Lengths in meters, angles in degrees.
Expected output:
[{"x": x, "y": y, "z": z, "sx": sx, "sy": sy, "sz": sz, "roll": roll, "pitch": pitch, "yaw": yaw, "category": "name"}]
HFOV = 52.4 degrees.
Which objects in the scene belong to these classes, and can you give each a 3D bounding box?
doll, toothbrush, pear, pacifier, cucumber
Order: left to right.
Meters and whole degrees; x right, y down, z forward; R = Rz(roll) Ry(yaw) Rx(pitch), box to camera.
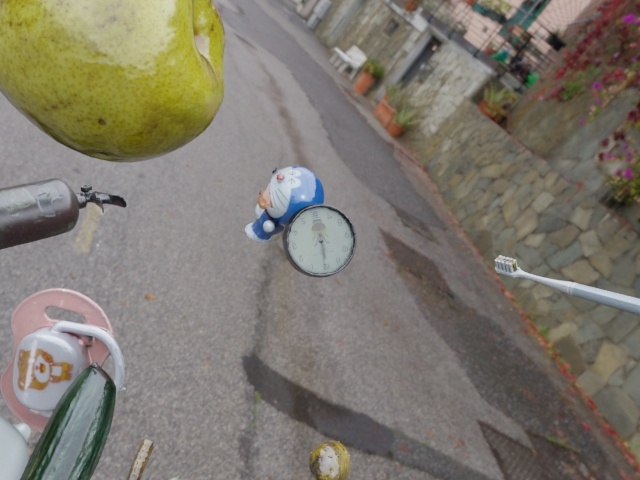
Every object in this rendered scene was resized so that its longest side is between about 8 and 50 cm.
[{"x": -0.570, "y": 0.263, "z": 1.437, "sx": 0.220, "sy": 0.332, "sz": 0.273, "roll": 8, "pitch": 9, "yaw": -33, "category": "pacifier"}, {"x": -0.183, "y": 0.145, "z": 0.492, "sx": 0.048, "sy": 0.105, "sz": 0.048, "roll": 17, "pitch": -19, "yaw": 6, "category": "cucumber"}, {"x": -0.182, "y": -0.162, "z": 0.559, "sx": 0.197, "sy": 0.197, "sz": 0.197, "roll": 34, "pitch": 20, "yaw": -14, "category": "pear"}, {"x": -0.103, "y": -0.098, "z": 1.738, "sx": 0.161, "sy": 0.257, "sz": 0.215, "roll": 35, "pitch": 42, "yaw": -21, "category": "doll"}, {"x": 0.412, "y": 0.077, "z": 1.007, "sx": 0.342, "sy": 0.025, "sz": 0.030, "roll": 21, "pitch": -39, "yaw": 49, "category": "toothbrush"}]

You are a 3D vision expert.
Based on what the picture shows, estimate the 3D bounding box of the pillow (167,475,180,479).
[{"x": -0.345, "y": 0.583, "z": 1.166, "sx": 0.075, "sy": 0.302, "sz": 0.185, "roll": 32, "pitch": -3, "yaw": -6, "category": "pillow"}]

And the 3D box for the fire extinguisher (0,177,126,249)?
[{"x": -0.372, "y": -0.023, "z": 0.765, "sx": 0.267, "sy": 0.072, "sz": 0.089, "roll": -18, "pitch": 26, "yaw": -34, "category": "fire extinguisher"}]

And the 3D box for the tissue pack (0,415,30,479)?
[{"x": -0.611, "y": 0.366, "z": 0.993, "sx": 0.229, "sy": 0.333, "sz": 0.236, "roll": 49, "pitch": 36, "yaw": -23, "category": "tissue pack"}]

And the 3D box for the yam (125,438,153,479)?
[{"x": -0.565, "y": 0.741, "z": 1.887, "sx": 0.045, "sy": 0.045, "sz": 0.327, "roll": 37, "pitch": 54, "yaw": -26, "category": "yam"}]

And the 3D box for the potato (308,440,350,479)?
[{"x": 0.010, "y": 0.251, "z": 0.726, "sx": 0.083, "sy": 0.040, "sz": 0.051, "roll": 48, "pitch": 35, "yaw": -72, "category": "potato"}]

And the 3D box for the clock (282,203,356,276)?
[{"x": 0.000, "y": 0.000, "z": 1.591, "sx": 0.184, "sy": 0.184, "sz": 0.040, "roll": 36, "pitch": -7, "yaw": -9, "category": "clock"}]
